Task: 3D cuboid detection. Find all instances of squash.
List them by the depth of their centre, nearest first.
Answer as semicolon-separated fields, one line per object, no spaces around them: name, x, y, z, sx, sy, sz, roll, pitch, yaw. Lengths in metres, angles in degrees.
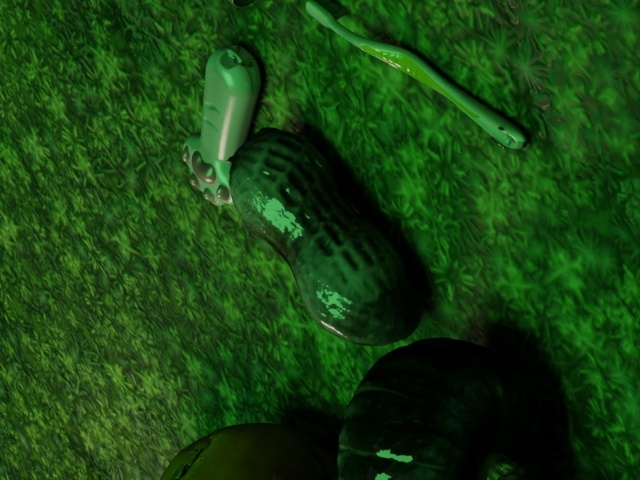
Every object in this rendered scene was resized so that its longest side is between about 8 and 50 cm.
squash;0.111;0.195;1.473;0.172;0.218;0.218;3;119;24

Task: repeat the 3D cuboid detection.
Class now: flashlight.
flashlight;-0.100;-0.115;1.693;0.093;0.047;0.200;46;145;25

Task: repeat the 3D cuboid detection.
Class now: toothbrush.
toothbrush;0.078;-0.146;1.434;0.263;0.026;0.022;40;148;32

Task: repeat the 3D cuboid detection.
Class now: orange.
orange;-0.071;0.314;1.790;0.246;0.246;0.246;35;139;37

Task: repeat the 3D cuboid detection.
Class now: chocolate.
chocolate;0.000;0.000;1.583;0.248;0.110;0.110;51;146;19

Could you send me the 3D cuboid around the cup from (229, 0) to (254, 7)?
cup;-0.084;-0.269;1.564;0.083;0.075;0.054;44;-179;22
